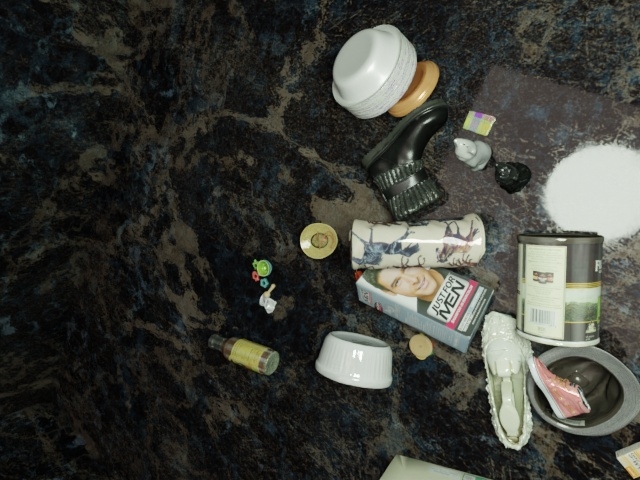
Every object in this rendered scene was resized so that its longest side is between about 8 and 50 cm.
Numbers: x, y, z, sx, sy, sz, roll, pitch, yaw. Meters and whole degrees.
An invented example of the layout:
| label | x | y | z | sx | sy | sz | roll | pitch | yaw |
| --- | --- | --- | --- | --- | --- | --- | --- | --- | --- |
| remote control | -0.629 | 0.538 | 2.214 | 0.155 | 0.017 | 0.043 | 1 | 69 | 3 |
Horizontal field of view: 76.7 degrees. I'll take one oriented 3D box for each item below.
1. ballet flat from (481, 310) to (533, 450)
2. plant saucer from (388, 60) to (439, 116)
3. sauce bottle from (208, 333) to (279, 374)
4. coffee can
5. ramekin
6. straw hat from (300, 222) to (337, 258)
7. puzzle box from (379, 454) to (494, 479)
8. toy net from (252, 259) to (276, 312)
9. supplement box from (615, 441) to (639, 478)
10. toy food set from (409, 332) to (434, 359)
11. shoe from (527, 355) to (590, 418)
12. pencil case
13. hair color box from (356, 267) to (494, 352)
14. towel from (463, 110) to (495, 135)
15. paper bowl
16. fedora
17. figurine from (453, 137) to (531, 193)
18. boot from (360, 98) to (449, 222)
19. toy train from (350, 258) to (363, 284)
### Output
| label | x | y | z | sx | sy | sz | roll | pitch | yaw |
| --- | --- | --- | --- | --- | --- | --- | --- | --- | --- |
| ballet flat | 0.563 | 0.421 | 1.203 | 0.147 | 0.147 | 0.408 | -8 | 89 | 31 |
| plant saucer | 0.284 | -0.489 | 1.289 | 0.200 | 0.037 | 0.200 | -35 | 40 | 36 |
| sauce bottle | -0.342 | 0.485 | 1.762 | 0.344 | 0.111 | 0.111 | 10 | 99 | 31 |
| coffee can | 0.639 | 0.122 | 1.093 | 0.202 | 0.201 | 0.275 | 2 | 95 | 31 |
| ramekin | 0.122 | 0.401 | 1.396 | 0.273 | 0.273 | 0.127 | 9 | 86 | 30 |
| straw hat | 0.000 | 0.000 | 1.545 | 0.145 | 0.061 | 0.144 | 1 | 94 | 13 |
| puzzle box | 0.382 | 0.811 | 1.259 | 0.409 | 0.272 | 0.052 | -1 | 93 | 31 |
| toy net | -0.248 | 0.197 | 1.717 | 0.122 | 0.045 | 0.232 | -2 | 93 | 31 |
| supplement box | 0.866 | 0.586 | 1.089 | 0.098 | 0.036 | 0.062 | -45 | 71 | 26 |
| toy food set | 0.347 | 0.363 | 1.390 | 0.082 | 0.020 | 0.083 | -46 | 71 | 25 |
| shoe | 0.626 | 0.377 | 1.062 | 0.081 | 0.063 | 0.178 | -33 | 83 | 35 |
| pencil case | 0.281 | 0.005 | 1.247 | 0.410 | 0.183 | 0.159 | -2 | 106 | 12 |
| hair color box | 0.323 | 0.173 | 1.285 | 0.374 | 0.185 | 0.113 | 24 | 150 | 27 |
| towel | 0.491 | -0.363 | 1.254 | 0.083 | 0.009 | 0.060 | 27 | 108 | 27 |
| paper bowl | 0.153 | -0.556 | 1.306 | 0.284 | 0.148 | 0.284 | -22 | 58 | 41 |
| fedora | 0.715 | 0.394 | 1.112 | 0.244 | 0.124 | 0.275 | 42 | 120 | 23 |
| figurine | 0.482 | -0.222 | 1.154 | 0.215 | 0.209 | 0.092 | 40 | 112 | 23 |
| boot | 0.320 | -0.246 | 1.296 | 0.348 | 0.131 | 0.260 | -41 | 71 | 32 |
| toy train | 0.157 | 0.089 | 1.448 | 0.166 | 0.046 | 0.125 | 109 | 144 | -53 |
